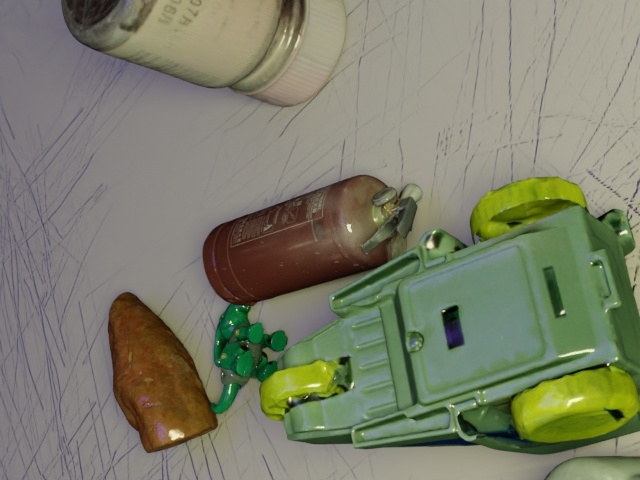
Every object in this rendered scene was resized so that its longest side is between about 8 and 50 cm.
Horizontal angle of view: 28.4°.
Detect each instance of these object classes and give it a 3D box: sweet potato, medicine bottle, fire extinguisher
[{"bbox_3d":[-0.192,0.149,1.432,0.097,0.097,0.252,-56,42,20],"label":"sweet potato"},{"bbox_3d":[-0.119,-0.246,1.328,0.165,0.273,0.165,-13,71,44],"label":"medicine bottle"},{"bbox_3d":[0.000,0.000,1.262,0.269,0.104,0.105,-17,67,42],"label":"fire extinguisher"}]

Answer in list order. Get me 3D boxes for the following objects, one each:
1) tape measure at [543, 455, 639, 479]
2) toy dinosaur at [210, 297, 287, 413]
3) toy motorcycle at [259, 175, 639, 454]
[{"bbox_3d":[0.246,0.288,0.908,0.246,0.125,0.243,11,94,50],"label":"tape measure"},{"bbox_3d":[-0.088,0.124,1.361,0.096,0.059,0.132,6,75,55],"label":"toy dinosaur"},{"bbox_3d":[0.121,0.100,1.055,0.326,0.200,0.191,-23,62,28],"label":"toy motorcycle"}]
